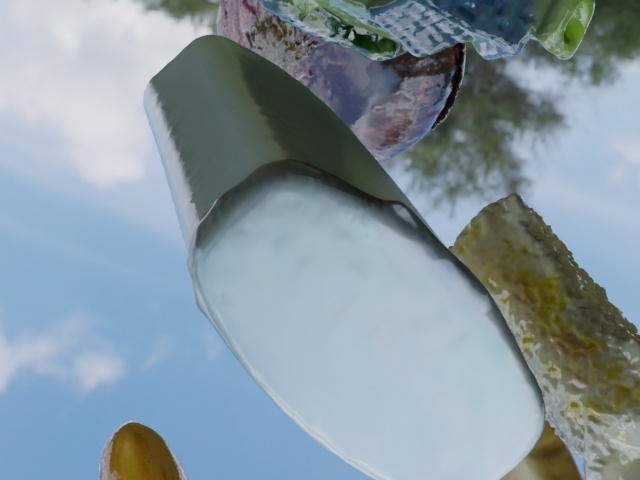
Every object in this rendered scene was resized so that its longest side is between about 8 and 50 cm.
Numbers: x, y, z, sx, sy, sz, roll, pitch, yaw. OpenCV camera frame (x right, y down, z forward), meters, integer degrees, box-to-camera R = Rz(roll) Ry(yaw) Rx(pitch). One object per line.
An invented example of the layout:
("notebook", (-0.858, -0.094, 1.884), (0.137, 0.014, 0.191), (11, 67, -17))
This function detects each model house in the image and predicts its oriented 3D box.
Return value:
("model house", (0.100, -0.193, 0.895), (0.189, 0.214, 0.195), (23, 175, 36))

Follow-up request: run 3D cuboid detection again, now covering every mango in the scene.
("mango", (-0.168, 0.274, 1.489), (0.102, 0.217, 0.141), (-1, -153, 15))

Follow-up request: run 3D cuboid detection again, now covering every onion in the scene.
("onion", (0.022, -0.187, 1.347), (0.190, 0.246, 0.246), (-29, -140, -34))

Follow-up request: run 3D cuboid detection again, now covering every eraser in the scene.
("eraser", (0.000, 0.000, 0.763), (0.189, 0.104, 0.290), (41, -173, -20))

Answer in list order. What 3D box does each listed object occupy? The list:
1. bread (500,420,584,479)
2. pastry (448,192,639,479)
("bread", (0.195, 0.242, 1.424), (0.142, 0.305, 0.091), (-29, 163, 35))
("pastry", (0.176, 0.072, 1.070), (0.089, 0.121, 0.258), (9, -152, -48))
